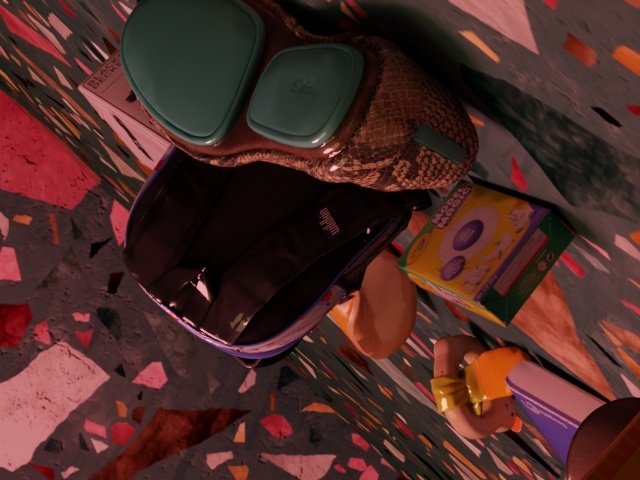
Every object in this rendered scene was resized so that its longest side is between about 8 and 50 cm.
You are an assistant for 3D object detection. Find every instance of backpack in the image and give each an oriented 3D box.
[{"bbox_3d":[-0.066,-0.016,1.918,0.276,0.263,0.213,40,170,15],"label":"backpack"}]

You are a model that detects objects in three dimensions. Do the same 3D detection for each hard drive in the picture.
[{"bbox_3d":[0.347,0.272,2.096,0.210,0.040,0.319,29,163,45],"label":"hard drive"}]

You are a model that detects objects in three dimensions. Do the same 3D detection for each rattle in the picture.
[{"bbox_3d":[0.230,0.170,2.206,0.199,0.142,0.130,32,-147,-42],"label":"rattle"}]

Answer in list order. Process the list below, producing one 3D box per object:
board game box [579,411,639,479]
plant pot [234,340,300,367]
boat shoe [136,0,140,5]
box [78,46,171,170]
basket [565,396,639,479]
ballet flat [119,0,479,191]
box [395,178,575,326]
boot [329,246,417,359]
[{"bbox_3d":[0.329,0.281,1.300,0.356,0.356,0.356,41,171,14],"label":"board game box"},{"bbox_3d":[-0.077,0.064,2.586,0.187,0.188,0.167,39,-179,22],"label":"plant pot"},{"bbox_3d":[-0.154,-0.234,1.907,0.084,0.079,0.233,32,166,44],"label":"boat shoe"},{"bbox_3d":[-0.171,-0.130,2.379,0.290,0.087,0.169,32,165,49],"label":"box"},{"bbox_3d":[0.357,0.243,1.670,0.204,0.154,0.227,40,168,-21],"label":"basket"},{"bbox_3d":[-0.019,-0.120,1.681,0.182,0.164,0.483,26,179,-32],"label":"ballet flat"},{"bbox_3d":[0.138,0.005,1.650,0.043,0.105,0.179,41,172,-25],"label":"box"},{"bbox_3d":[-0.001,0.000,2.235,0.211,0.104,0.295,38,162,40],"label":"boot"}]
